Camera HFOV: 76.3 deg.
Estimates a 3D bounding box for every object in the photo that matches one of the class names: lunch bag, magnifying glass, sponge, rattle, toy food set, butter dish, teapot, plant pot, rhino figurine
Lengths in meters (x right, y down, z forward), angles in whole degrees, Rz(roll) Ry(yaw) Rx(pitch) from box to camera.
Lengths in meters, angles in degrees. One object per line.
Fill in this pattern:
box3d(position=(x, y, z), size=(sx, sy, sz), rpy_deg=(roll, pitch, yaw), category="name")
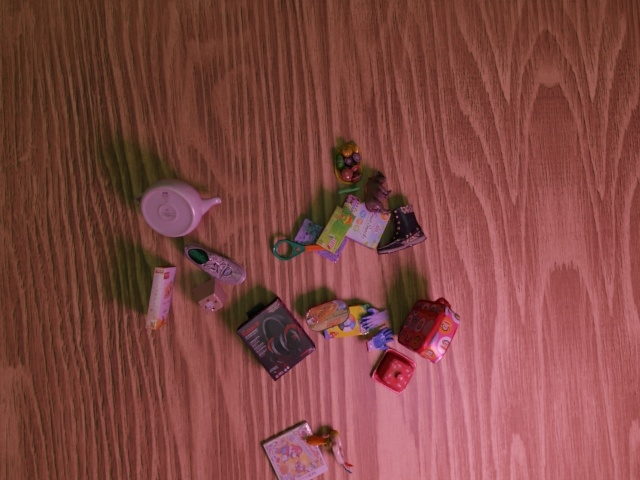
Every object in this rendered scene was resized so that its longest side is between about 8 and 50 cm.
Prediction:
box3d(position=(0.450, 0.349, 1.674), size=(0.120, 0.293, 0.258), rpy_deg=(33, 82, -5), category="lunch bag")
box3d(position=(-0.088, 0.035, 1.741), size=(0.230, 0.026, 0.092), rpy_deg=(-5, 104, 6), category="magnifying glass")
box3d(position=(0.000, 0.000, 1.769), size=(0.210, 0.031, 0.117), rpy_deg=(27, 87, -5), category="sponge")
box3d(position=(0.045, 0.911, 1.718), size=(0.142, 0.130, 0.200), rpy_deg=(-23, 118, -11), category="rattle")
box3d(position=(0.128, -0.317, 1.770), size=(0.128, 0.071, 0.218), rpy_deg=(-4, 89, -6), category="toy food set")
box3d(position=(0.328, 0.571, 1.742), size=(0.160, 0.118, 0.160), rpy_deg=(31, 85, -4), category="butter dish")
box3d(position=(-0.588, -0.149, 1.646), size=(0.252, 0.187, 0.256), rpy_deg=(-38, 111, 21), category="teapot")
box3d(position=(-0.451, 0.238, 1.666), size=(0.109, 0.096, 0.109), rpy_deg=(-28, 118, -6), category="plant pot")
box3d(position=(0.245, -0.211, 1.744), size=(0.106, 0.073, 0.243), rpy_deg=(17, 55, -12), category="rhino figurine")

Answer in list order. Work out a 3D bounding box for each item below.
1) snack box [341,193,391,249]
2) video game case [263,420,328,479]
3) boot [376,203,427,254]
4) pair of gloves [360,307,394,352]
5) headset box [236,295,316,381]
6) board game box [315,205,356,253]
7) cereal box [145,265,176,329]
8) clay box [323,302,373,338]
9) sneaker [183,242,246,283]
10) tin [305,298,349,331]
box3d(position=(0.175, -0.080, 1.769), size=(0.207, 0.070, 0.175), rpy_deg=(24, 86, -6), category="snack box")
box3d(position=(-0.105, 0.921, 1.736), size=(0.206, 0.026, 0.227), rpy_deg=(-25, 91, -6), category="video game case")
box3d(position=(0.331, -0.047, 1.778), size=(0.236, 0.085, 0.179), rpy_deg=(-18, 88, -12), category="boot")
box3d(position=(0.247, 0.382, 1.757), size=(0.159, 0.023, 0.198), rpy_deg=(-14, 94, -33), category="pair of gloves")
box3d(position=(-0.193, 0.394, 1.699), size=(0.218, 0.110, 0.293), rpy_deg=(-37, 92, -5), category="headset box")
box3d(position=(0.064, -0.043, 1.701), size=(0.092, 0.043, 0.181), rpy_deg=(30, 87, 0), category="board game box")
box3d(position=(-0.636, 0.222, 1.630), size=(0.047, 0.173, 0.240), rpy_deg=(10, 88, -5), category="cereal box")
box3d(position=(0.119, 0.346, 1.760), size=(0.221, 0.053, 0.128), rpy_deg=(-7, 89, -5), category="clay box")
box3d(position=(-0.444, 0.104, 1.680), size=(0.281, 0.115, 0.105), rpy_deg=(26, 86, -4), category="sneaker")
box3d(position=(0.030, 0.314, 1.709), size=(0.189, 0.040, 0.106), rpy_deg=(-18, 85, -4), category="tin")
